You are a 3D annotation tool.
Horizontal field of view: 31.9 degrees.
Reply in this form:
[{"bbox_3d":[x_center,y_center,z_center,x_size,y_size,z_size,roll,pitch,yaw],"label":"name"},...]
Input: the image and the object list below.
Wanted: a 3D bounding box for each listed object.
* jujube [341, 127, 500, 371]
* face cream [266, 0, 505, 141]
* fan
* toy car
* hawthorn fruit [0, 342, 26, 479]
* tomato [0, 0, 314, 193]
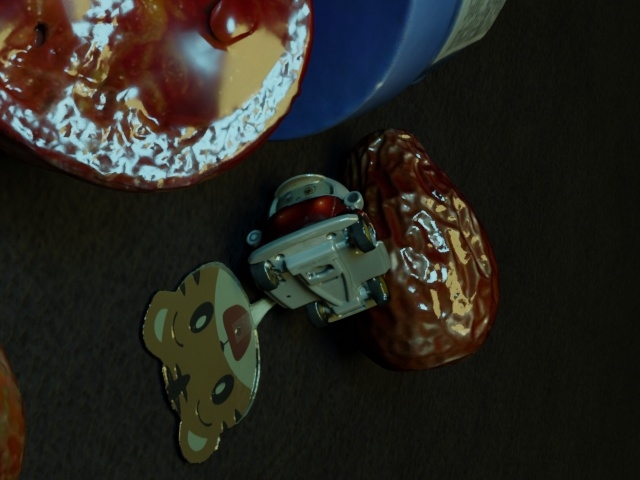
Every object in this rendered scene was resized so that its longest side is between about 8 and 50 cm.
[{"bbox_3d":[0.086,0.011,1.092,0.168,0.168,0.237,-5,79,-60],"label":"jujube"},{"bbox_3d":[0.003,-0.215,0.826,0.225,0.249,0.249,-30,116,-56],"label":"face cream"},{"bbox_3d":[-0.071,0.074,0.943,0.226,0.008,0.153,-42,125,-53],"label":"fan"},{"bbox_3d":[0.000,0.000,0.979,0.139,0.112,0.112,55,17,-49],"label":"toy car"},{"bbox_3d":[-0.228,0.058,0.547,0.162,0.162,0.204,10,67,-60],"label":"hawthorn fruit"},{"bbox_3d":[-0.131,-0.127,0.691,0.233,0.139,0.200,25,76,-13],"label":"tomato"}]
